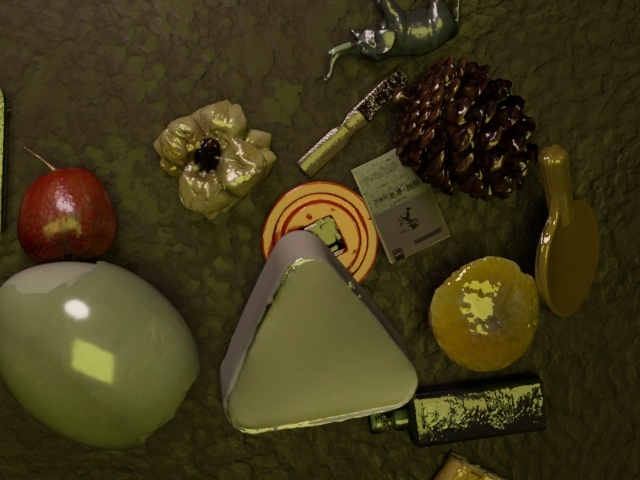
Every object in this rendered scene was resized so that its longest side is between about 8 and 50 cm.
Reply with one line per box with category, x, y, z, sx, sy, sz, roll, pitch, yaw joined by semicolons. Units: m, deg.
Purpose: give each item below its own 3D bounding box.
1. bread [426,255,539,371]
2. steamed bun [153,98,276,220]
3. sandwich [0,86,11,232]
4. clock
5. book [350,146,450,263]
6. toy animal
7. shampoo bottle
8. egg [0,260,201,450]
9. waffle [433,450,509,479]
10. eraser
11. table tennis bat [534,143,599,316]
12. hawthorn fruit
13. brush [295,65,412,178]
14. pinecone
bread;0.274;0.122;1.785;0.197;0.170;0.197;0;93;-5
steamed bun;-0.169;-0.139;1.751;0.192;0.106;0.178;-28;99;-4
sandwich;-0.579;-0.107;1.743;0.245;0.063;0.212;-32;101;-1
clock;0.000;0.000;1.809;0.205;0.051;0.205;-1;95;-6
book;0.140;-0.065;1.816;0.127;0.014;0.182;-26;97;-20
toy animal;0.115;-0.367;1.767;0.269;0.082;0.137;-17;96;-4
shampoo bottle;0.238;0.304;1.852;0.309;0.071;0.098;-7;99;-3
egg;-0.371;0.169;1.677;0.336;0.278;0.278;41;91;-10
waffle;0.313;0.512;1.883;0.274;0.057;0.168;29;93;-8
eraser;-0.039;0.189;1.756;0.331;0.150;0.331;-3;110;-9
table tennis bat;0.415;-0.016;1.772;0.198;0.050;0.321;-41;127;-35
hawthorn fruit;-0.422;-0.063;1.728;0.162;0.162;0.204;-7;78;-5
brush;0.058;-0.203;1.802;0.248;0.036;0.043;-43;93;0
pinecone;0.239;-0.179;1.733;0.272;0.224;0.224;32;92;-11
